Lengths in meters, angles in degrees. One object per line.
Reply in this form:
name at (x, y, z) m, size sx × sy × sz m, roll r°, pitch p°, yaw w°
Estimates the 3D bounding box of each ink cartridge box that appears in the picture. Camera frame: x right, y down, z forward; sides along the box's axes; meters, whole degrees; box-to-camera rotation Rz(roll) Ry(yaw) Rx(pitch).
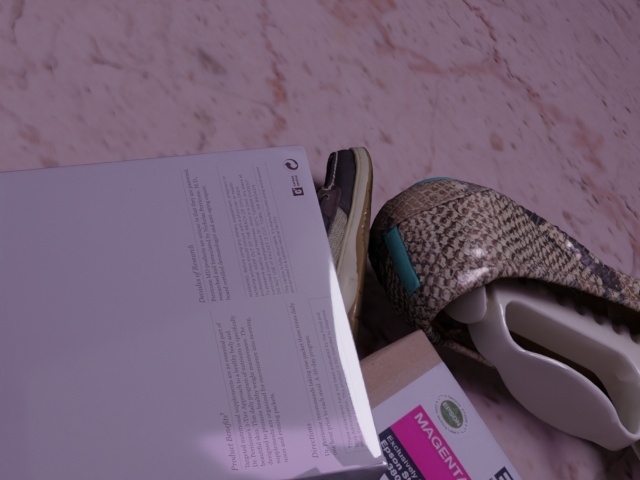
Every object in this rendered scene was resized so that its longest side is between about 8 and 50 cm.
ink cartridge box at (0.058, 0.201, 0.832) m, size 0.193 × 0.088 × 0.235 m, roll -26°, pitch 79°, yaw -50°

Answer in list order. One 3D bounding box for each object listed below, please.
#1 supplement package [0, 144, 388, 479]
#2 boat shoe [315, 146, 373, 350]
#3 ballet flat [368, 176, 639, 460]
supplement package at (-0.097, 0.074, 0.670) m, size 0.203 × 0.149 × 0.194 m, roll -6°, pitch 62°, yaw -15°
boat shoe at (0.000, 0.001, 0.943) m, size 0.073 × 0.080 × 0.224 m, roll 6°, pitch 42°, yaw -1°
ballet flat at (0.245, 0.106, 1.024) m, size 0.482 × 0.164 × 0.182 m, roll 24°, pitch 34°, yaw -29°
